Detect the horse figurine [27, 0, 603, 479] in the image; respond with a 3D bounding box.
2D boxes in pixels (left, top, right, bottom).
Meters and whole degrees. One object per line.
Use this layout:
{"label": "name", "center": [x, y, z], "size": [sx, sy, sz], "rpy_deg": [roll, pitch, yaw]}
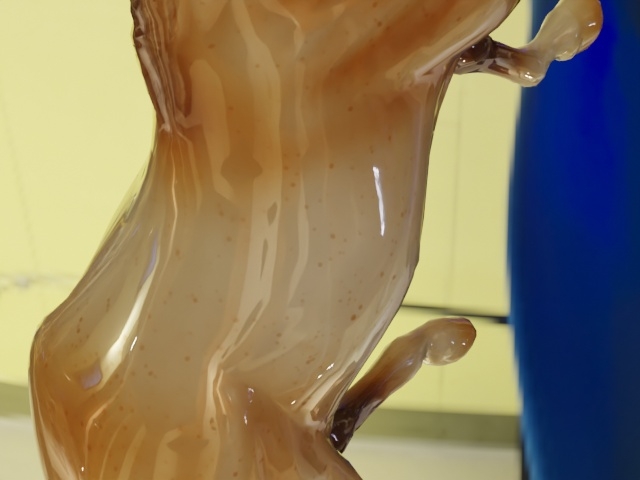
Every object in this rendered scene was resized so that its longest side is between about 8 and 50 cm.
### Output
{"label": "horse figurine", "center": [0.000, 0.000, 0.404], "size": [0.174, 0.066, 0.263], "rpy_deg": [-6, 120, -50]}
